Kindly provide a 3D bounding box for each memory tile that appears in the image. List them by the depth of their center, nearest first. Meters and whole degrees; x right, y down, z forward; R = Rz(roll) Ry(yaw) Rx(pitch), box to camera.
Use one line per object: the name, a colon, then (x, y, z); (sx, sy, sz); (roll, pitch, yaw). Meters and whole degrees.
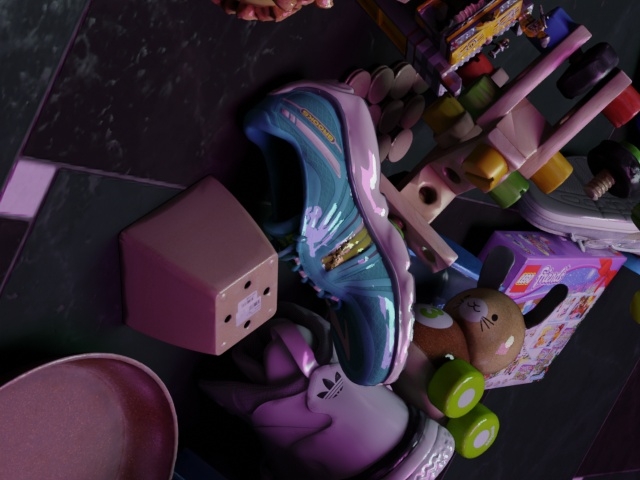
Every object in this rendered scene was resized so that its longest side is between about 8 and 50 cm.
memory tile: (0.052, -0.116, 1.534); (0.148, 0.012, 0.113); (-16, 132, -51)

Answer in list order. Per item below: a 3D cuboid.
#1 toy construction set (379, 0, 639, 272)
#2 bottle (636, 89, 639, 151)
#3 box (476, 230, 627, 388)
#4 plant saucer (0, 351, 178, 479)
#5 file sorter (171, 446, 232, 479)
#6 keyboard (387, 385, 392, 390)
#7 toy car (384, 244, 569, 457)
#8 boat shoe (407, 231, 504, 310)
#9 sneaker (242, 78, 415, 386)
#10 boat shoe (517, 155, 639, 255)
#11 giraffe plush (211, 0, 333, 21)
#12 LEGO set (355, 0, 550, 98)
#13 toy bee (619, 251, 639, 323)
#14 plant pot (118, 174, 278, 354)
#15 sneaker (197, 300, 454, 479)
toy construction set: (0.124, -0.107, 1.448); (0.237, 0.257, 0.309); (-40, 121, -15)
bottle: (0.445, -0.197, 1.978); (0.118, 0.092, 0.283); (-30, 141, -39)
box: (0.237, 0.084, 1.947); (0.293, 0.057, 0.201); (1, 126, -58)
plant saucer: (-0.249, 0.218, 1.338); (0.310, 0.050, 0.310); (-32, 139, -32)
file sorter: (-0.151, 0.287, 1.509); (0.170, 0.118, 0.104); (-58, 148, 1)
keyboard: (0.052, 0.195, 1.845); (0.072, 0.014, 0.256); (-27, 139, -35)
toy car: (0.145, 0.083, 1.571); (0.188, 0.155, 0.149); (-41, 142, -14)
boat shoe: (0.085, 0.034, 1.668); (0.258, 0.109, 0.089); (19, 110, -44)
sneaker: (0.000, 0.000, 1.406); (0.110, 0.107, 0.275); (-22, 99, -36)
boat shoe: (0.349, -0.025, 1.940); (0.320, 0.118, 0.103); (1, 132, -42)
giraffe plush: (-0.064, -0.222, 1.082); (0.181, 0.170, 0.210); (-35, 145, -35)
LEGO set: (0.144, -0.260, 1.242); (0.331, 0.192, 0.255); (-36, 167, -17)
toy bee: (0.462, 0.029, 2.162); (0.298, 0.162, 0.195); (-17, 133, -50)
plant pot: (-0.094, 0.030, 1.363); (0.109, 0.096, 0.109); (-35, 144, -35)
sneaker: (-0.015, 0.176, 1.601); (0.137, 0.210, 0.366); (-45, -177, -21)
